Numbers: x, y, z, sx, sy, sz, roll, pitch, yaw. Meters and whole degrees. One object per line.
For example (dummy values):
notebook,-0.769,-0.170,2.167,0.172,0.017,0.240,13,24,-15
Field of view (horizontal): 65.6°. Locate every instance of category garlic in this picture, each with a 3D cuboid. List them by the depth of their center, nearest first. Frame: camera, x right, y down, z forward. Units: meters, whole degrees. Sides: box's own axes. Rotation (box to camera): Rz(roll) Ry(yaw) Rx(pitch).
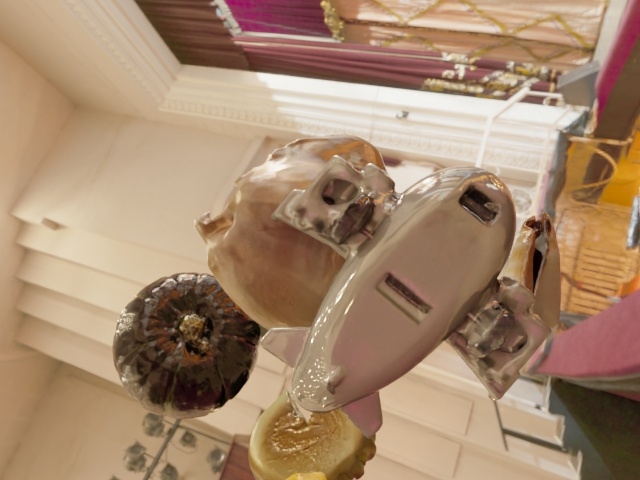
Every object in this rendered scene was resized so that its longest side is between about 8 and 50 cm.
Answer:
garlic,0.000,0.000,0.510,0.228,0.110,0.217,-11,-86,-35

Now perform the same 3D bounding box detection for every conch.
conch,0.291,0.049,0.679,0.094,0.104,0.176,-134,63,-70

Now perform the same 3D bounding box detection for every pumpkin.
pumpkin,-0.291,0.225,1.104,0.241,0.323,0.323,107,-171,-56

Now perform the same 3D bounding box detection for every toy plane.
toy plane,0.062,0.045,0.416,0.118,0.252,0.252,-33,-45,-82

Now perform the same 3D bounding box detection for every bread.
bread,-0.018,0.529,1.271,0.333,0.333,0.160,-59,-37,-37

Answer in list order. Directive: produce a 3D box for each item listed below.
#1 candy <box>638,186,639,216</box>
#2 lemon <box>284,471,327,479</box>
candy,0.416,-0.040,0.416,0.118,0.259,0.260,41,-115,-62
lemon,-0.029,0.433,0.759,0.155,0.114,0.114,-67,-23,-19
